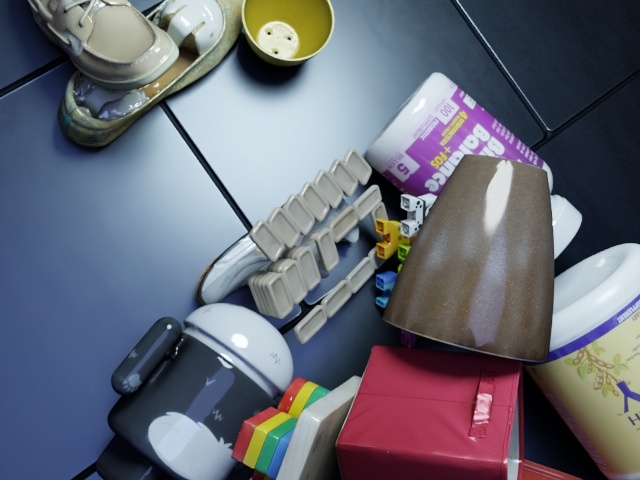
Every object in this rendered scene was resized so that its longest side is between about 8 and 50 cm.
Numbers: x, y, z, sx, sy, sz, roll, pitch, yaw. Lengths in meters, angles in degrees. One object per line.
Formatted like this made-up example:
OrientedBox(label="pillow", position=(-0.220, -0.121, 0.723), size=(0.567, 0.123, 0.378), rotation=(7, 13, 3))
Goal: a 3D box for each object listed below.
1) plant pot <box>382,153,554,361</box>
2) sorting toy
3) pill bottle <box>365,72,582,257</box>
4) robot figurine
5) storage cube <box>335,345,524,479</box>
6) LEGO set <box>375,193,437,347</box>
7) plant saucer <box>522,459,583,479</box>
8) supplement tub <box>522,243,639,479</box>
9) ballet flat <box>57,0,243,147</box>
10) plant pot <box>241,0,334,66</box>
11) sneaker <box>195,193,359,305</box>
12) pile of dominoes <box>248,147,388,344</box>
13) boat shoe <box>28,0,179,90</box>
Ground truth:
OrientedBox(label="plant pot", position=(0.209, 0.013, 0.999), size=(0.215, 0.215, 0.230), rotation=(13, 92, -11))
OrientedBox(label="sorting toy", position=(-0.048, 0.292, 0.955), size=(0.089, 0.255, 0.257), rotation=(21, 95, 15))
OrientedBox(label="pill bottle", position=(0.227, -0.089, 1.144), size=(0.301, 0.169, 0.169), rotation=(39, 74, -4))
OrientedBox(label="robot figurine", position=(-0.158, 0.210, 1.002), size=(0.174, 0.209, 0.278), rotation=(34, 73, 11))
OrientedBox(label="storage cube", position=(0.144, 0.264, 0.961), size=(0.193, 0.215, 0.183), rotation=(3, 33, 18))
OrientedBox(label="LEGO set", position=(0.137, 0.025, 1.125), size=(0.093, 0.087, 0.227), rotation=(-17, 118, -30))
OrientedBox(label="plant saucer", position=(0.277, 0.392, 1.054), size=(0.258, 0.047, 0.259), rotation=(21, 37, -10))
OrientedBox(label="supplement tub", position=(0.450, 0.197, 1.108), size=(0.241, 0.241, 0.331), rotation=(-37, 90, -16))
OrientedBox(label="ballet flat", position=(-0.224, -0.266, 1.098), size=(0.123, 0.123, 0.348), rotation=(45, 74, -2))
OrientedBox(label="plant pot", position=(-0.056, -0.312, 1.155), size=(0.134, 0.095, 0.134), rotation=(2, 80, -13))
OrientedBox(label="sneaker", position=(-0.051, 0.024, 1.100), size=(0.262, 0.099, 0.121), rotation=(-37, 95, -15))
OrientedBox(label="pile of dominoes", position=(0.000, 0.000, 1.064), size=(0.251, 0.040, 0.196), rotation=(-43, 128, -36))
OrientedBox(label="boat shoe", position=(-0.299, -0.287, 1.010), size=(0.109, 0.098, 0.302), rotation=(-44, 53, -13))
